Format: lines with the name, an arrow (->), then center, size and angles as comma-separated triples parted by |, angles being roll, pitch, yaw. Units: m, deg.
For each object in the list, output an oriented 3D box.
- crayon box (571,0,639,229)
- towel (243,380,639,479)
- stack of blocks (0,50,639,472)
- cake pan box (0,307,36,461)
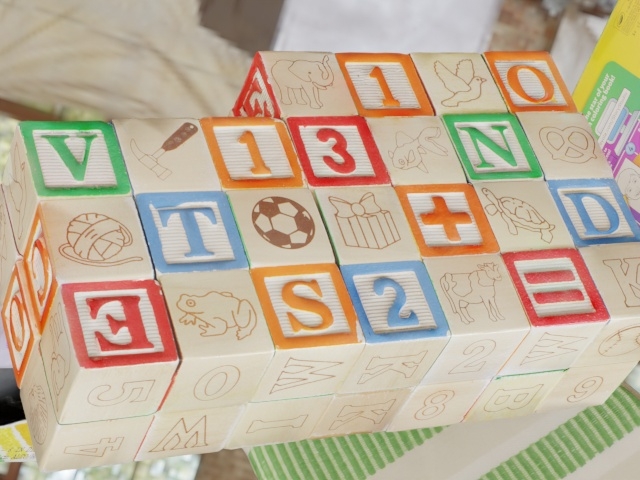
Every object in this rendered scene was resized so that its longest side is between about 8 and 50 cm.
crayon box -> 0.298, -0.087, 1.369 | 0.081, 0.278, 0.165 | 3, -149, -40
towel -> 0.107, 0.157, 1.016 | 0.248, 0.038, 0.325 | -30, -135, -15
stack of blocks -> 0.000, 0.000, 0.737 | 0.297, 0.087, 0.171 | -4, -125, -26
cake pan box -> -0.221, 0.114, 1.368 | 0.267, 0.246, 0.070 | 6, -130, -39
